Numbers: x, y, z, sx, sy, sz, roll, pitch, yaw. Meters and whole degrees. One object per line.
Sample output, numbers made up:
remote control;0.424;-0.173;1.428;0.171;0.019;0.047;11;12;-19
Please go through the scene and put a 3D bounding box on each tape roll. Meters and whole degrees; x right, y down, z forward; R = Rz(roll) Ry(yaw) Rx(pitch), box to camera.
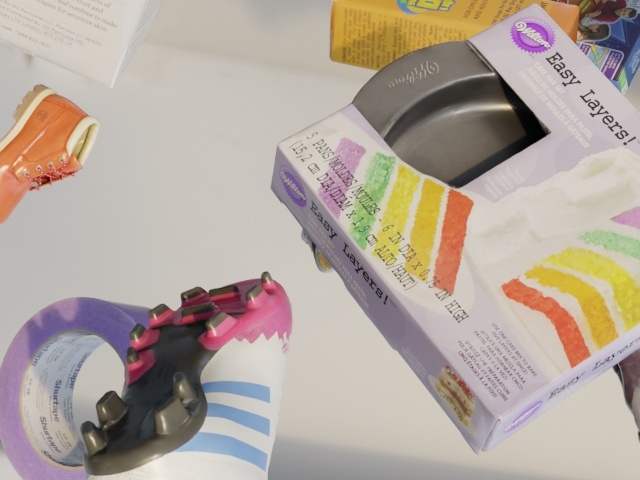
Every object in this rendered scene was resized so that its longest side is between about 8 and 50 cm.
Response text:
tape roll;-0.206;0.149;1.505;0.080;0.189;0.189;16;83;-60

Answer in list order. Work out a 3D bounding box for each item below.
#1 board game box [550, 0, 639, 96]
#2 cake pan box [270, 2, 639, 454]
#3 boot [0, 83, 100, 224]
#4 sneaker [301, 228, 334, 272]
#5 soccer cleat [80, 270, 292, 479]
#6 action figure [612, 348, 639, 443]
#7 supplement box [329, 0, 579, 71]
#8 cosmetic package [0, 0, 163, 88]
board game box;0.297;-0.250;1.725;0.201;0.136;0.035;-59;150;-23
cake pan box;0.132;-0.021;1.142;0.267;0.246;0.070;53;-24;21
boot;-0.284;-0.073;1.603;0.158;0.085;0.059;-60;162;-8
sneaker;0.000;0.000;1.533;0.037;0.032;0.083;-41;-139;40
soccer cleat;-0.085;0.135;1.159;0.331;0.116;0.143;-59;133;-67
action figure;0.274;0.147;1.287;0.185;0.099;0.285;17;50;-77
supplement box;0.128;-0.202;1.571;0.078;0.233;0.080;-61;157;-47
cosmetic package;-0.156;-0.337;1.330;0.197;0.155;0.365;-73;-172;-60
